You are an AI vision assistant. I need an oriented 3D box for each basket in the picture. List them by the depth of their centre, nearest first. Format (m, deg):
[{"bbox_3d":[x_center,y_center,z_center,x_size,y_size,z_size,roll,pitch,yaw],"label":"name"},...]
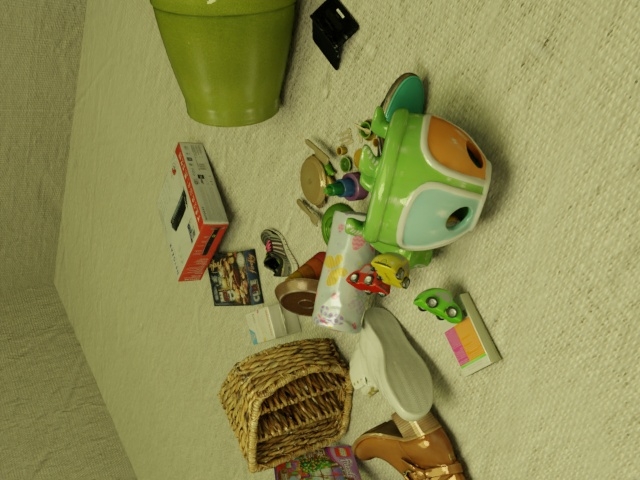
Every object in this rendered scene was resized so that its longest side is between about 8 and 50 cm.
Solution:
[{"bbox_3d":[-0.059,0.383,1.557,0.223,0.299,0.213,60,137,28],"label":"basket"}]

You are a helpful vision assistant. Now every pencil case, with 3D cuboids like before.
[{"bbox_3d":[0.061,0.067,1.417,0.113,0.124,0.273,14,91,34],"label":"pencil case"}]

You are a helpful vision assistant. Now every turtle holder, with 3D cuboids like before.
[{"bbox_3d":[0.175,-0.073,1.187,0.227,0.243,0.320,13,108,4],"label":"turtle holder"}]

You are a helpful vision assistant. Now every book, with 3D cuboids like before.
[{"bbox_3d":[0.287,0.189,1.280,0.096,0.035,0.144,-46,61,49],"label":"book"}]

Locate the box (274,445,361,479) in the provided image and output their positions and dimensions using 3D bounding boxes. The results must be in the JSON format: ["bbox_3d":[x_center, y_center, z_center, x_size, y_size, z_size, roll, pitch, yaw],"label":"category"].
[{"bbox_3d":[0.000,0.593,1.513,0.293,0.201,0.057,-116,28,-70],"label":"box"}]

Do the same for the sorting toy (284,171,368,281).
[{"bbox_3d":[0.000,0.000,1.535,0.127,0.126,0.365,49,134,35],"label":"sorting toy"}]

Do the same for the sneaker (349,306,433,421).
[{"bbox_3d":[0.147,0.305,1.406,0.292,0.108,0.169,-110,29,-50],"label":"sneaker"}]

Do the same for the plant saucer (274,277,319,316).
[{"bbox_3d":[-0.031,0.146,1.581,0.168,0.168,0.029,-41,35,49],"label":"plant saucer"}]

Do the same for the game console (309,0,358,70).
[{"bbox_3d":[0.032,-0.474,1.476,0.107,0.071,0.122,-40,63,16],"label":"game console"}]

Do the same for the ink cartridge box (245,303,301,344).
[{"bbox_3d":[-0.126,0.225,1.780,0.143,0.090,0.092,-23,79,51],"label":"ink cartridge box"}]

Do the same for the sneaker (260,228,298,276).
[{"bbox_3d":[-0.128,0.035,1.751,0.170,0.075,0.063,57,137,28],"label":"sneaker"}]

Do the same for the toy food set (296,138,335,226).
[{"bbox_3d":[-0.007,-0.145,1.591,0.132,0.039,0.192,50,139,44],"label":"toy food set"}]

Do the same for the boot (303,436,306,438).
[{"bbox_3d":[-0.061,0.577,1.826,0.114,0.037,0.106,-38,65,55],"label":"boot"}]

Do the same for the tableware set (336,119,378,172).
[{"bbox_3d":[0.086,-0.212,1.456,0.154,0.024,0.104,-14,87,53],"label":"tableware set"}]

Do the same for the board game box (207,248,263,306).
[{"bbox_3d":[-0.267,0.118,1.979,0.243,0.042,0.165,-10,90,53],"label":"board game box"}]

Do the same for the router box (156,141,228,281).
[{"bbox_3d":[-0.415,-0.088,2.055,0.301,0.082,0.335,-57,46,42],"label":"router box"}]

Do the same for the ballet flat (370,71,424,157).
[{"bbox_3d":[0.145,-0.207,1.329,0.096,0.095,0.280,38,128,57],"label":"ballet flat"}]

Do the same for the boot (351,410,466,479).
[{"bbox_3d":[0.198,0.498,1.427,0.283,0.109,0.220,-47,65,39],"label":"boot"}]

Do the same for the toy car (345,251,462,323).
[{"bbox_3d":[0.179,0.093,1.257,0.053,0.225,0.239,-64,4,-16],"label":"toy car"}]

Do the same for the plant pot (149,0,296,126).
[{"bbox_3d":[-0.223,-0.478,1.571,0.366,0.366,0.353,34,136,44],"label":"plant pot"}]
